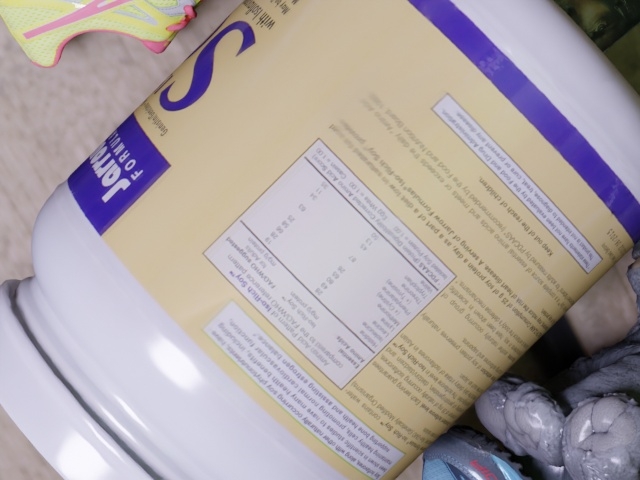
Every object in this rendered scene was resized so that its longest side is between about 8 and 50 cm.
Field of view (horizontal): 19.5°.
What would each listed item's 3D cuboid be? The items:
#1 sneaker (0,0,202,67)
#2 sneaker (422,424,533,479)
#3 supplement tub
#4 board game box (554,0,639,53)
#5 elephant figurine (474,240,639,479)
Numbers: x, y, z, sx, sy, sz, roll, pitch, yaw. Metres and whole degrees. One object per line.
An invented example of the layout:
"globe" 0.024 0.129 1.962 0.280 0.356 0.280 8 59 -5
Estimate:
"sneaker" -0.083 -0.154 1.027 0.209 0.081 0.094 -15 115 0
"sneaker" 0.079 0.243 1.130 0.125 0.104 0.261 -14 109 -28
"supplement tub" 0.000 0.000 0.994 0.331 0.241 0.241 -45 108 3
"board game box" 0.193 -0.211 1.086 0.186 0.026 0.126 -40 108 2
"elephant figurine" 0.225 0.064 1.111 0.239 0.169 0.186 -45 138 -13
